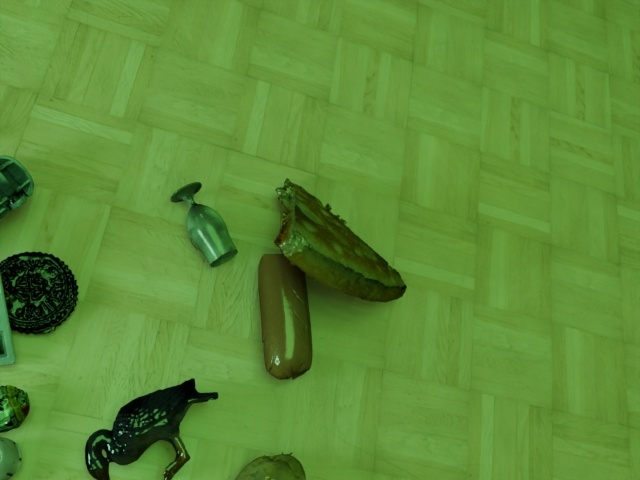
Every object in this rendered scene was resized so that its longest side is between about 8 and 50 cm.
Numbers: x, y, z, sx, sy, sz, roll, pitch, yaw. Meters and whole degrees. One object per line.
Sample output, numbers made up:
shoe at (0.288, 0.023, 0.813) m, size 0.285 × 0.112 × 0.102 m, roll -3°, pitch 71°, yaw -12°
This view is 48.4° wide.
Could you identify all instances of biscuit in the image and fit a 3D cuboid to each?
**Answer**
biscuit at (-0.636, 0.114, 1.577) m, size 0.194 × 0.053 × 0.195 m, roll 7°, pitch 66°, yaw -17°

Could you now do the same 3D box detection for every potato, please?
potato at (-0.127, 0.560, 1.532) m, size 0.234 × 0.128 × 0.161 m, roll -30°, pitch 76°, yaw -23°

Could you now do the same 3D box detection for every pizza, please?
pizza at (0.000, 0.000, 1.793) m, size 0.439 × 0.130 × 0.406 m, roll 26°, pitch 21°, yaw -44°

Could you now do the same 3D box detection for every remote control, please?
remote control at (-0.709, 0.119, 1.491) m, size 0.103 × 0.051 × 0.294 m, roll -7°, pitch 94°, yaw -2°

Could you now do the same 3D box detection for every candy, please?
candy at (-0.738, 0.375, 1.421) m, size 0.305 × 0.083 × 0.091 m, roll -19°, pitch 112°, yaw -18°

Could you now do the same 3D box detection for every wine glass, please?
wine glass at (-0.284, -0.037, 1.752) m, size 0.092 × 0.093 × 0.202 m, roll -24°, pitch 78°, yaw -27°

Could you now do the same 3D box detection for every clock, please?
clock at (-0.679, 0.458, 1.397) m, size 0.176 × 0.080 × 0.117 m, roll -6°, pitch 70°, yaw -22°

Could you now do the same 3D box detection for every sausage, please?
sausage at (-0.085, 0.183, 1.715) m, size 0.121 × 0.121 × 0.305 m, roll 1°, pitch 69°, yaw -20°

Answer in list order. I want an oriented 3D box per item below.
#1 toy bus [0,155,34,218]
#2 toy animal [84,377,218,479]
toy bus at (-0.765, -0.075, 1.563) m, size 0.265 × 0.119 × 0.121 m, roll -48°, pitch 119°, yaw -27°
toy animal at (-0.350, 0.408, 1.517) m, size 0.185 × 0.122 × 0.298 m, roll 42°, pitch 69°, yaw 5°
